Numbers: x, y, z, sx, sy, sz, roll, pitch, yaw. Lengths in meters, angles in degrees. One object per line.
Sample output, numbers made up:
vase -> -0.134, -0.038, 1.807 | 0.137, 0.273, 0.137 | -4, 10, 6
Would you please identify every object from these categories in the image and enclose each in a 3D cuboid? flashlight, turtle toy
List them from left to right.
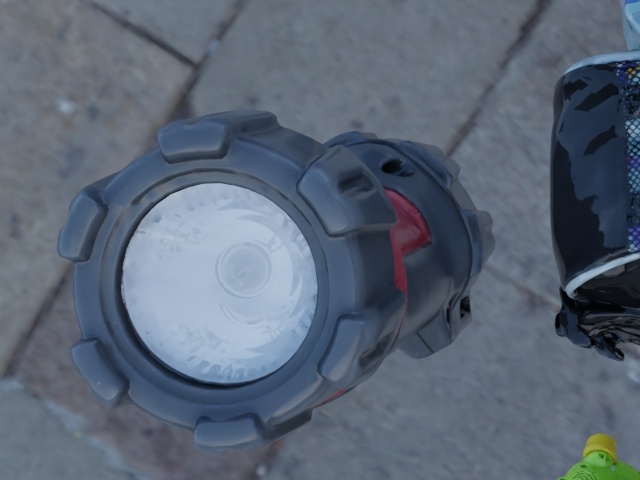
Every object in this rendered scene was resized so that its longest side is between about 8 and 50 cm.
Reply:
flashlight -> 0.000, 0.000, 0.696 | 0.103, 0.304, 0.103 | 21, 100, 9
turtle toy -> 0.231, 0.213, 1.444 | 0.066, 0.130, 0.095 | -55, 11, 43

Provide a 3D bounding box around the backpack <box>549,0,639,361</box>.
backpack -> 0.241, -0.039, 0.850 | 0.253, 0.225, 0.191 | 1, 81, 17
